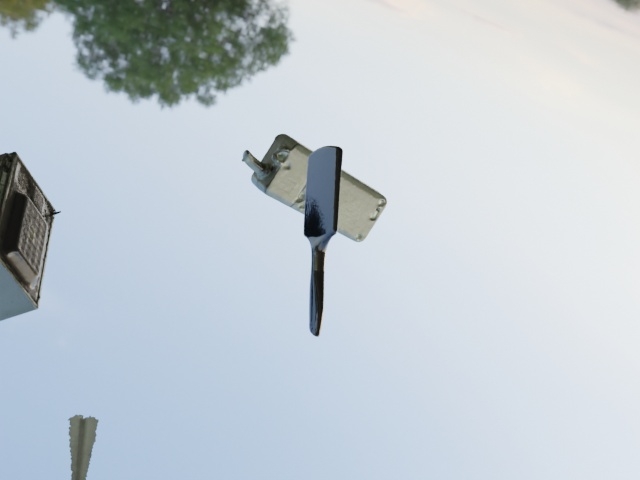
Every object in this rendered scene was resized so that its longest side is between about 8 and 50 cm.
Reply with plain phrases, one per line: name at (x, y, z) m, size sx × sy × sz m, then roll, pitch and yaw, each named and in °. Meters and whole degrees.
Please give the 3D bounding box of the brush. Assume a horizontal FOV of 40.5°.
brush at (0.000, 0.000, 0.879) m, size 0.016 × 0.194 × 0.063 m, roll 9°, pitch 173°, yaw -29°

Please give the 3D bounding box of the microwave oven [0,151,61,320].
microwave oven at (-0.441, -0.001, 1.108) m, size 0.163 × 0.129 × 0.205 m, roll -19°, pitch -139°, yaw 6°

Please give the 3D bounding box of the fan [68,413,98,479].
fan at (-0.299, 0.413, 1.008) m, size 0.233 × 0.415 × 0.012 m, roll 11°, pitch 168°, yaw -14°

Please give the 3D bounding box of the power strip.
power strip at (-0.014, -0.086, 1.341) m, size 0.288 × 0.093 × 0.053 m, roll 28°, pitch -171°, yaw -42°
